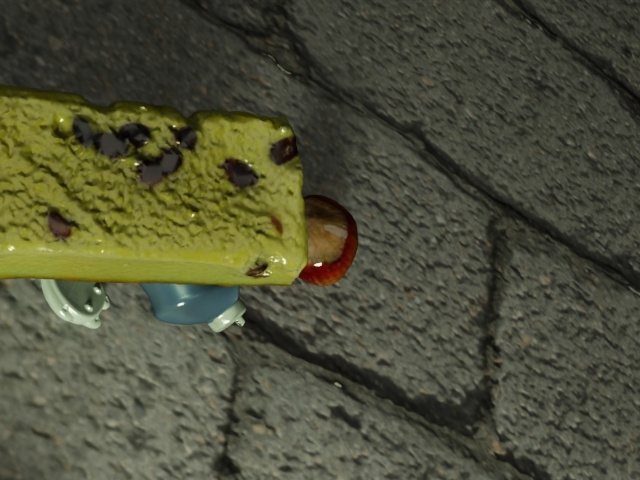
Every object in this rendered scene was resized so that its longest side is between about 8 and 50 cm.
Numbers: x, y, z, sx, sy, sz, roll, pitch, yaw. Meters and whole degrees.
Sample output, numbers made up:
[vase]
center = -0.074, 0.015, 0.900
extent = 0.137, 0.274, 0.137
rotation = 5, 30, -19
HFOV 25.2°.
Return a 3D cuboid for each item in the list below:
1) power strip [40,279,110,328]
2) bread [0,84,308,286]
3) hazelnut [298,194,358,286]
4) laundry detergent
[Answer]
[power strip]
center = -0.198, 0.033, 1.129
extent = 0.083, 0.035, 0.055
rotation = 42, 42, -22
[bread]
center = -0.175, -0.041, 1.093
extent = 0.361, 0.077, 0.138
rotation = 3, 74, -28
[hazelnut]
center = 0.000, 0.000, 1.327
extent = 0.086, 0.086, 0.086
rotation = 25, 49, -33
[laundry detergent]
center = -0.135, 0.000, 1.195
extent = 0.206, 0.061, 0.096
rotation = 50, 37, -10
